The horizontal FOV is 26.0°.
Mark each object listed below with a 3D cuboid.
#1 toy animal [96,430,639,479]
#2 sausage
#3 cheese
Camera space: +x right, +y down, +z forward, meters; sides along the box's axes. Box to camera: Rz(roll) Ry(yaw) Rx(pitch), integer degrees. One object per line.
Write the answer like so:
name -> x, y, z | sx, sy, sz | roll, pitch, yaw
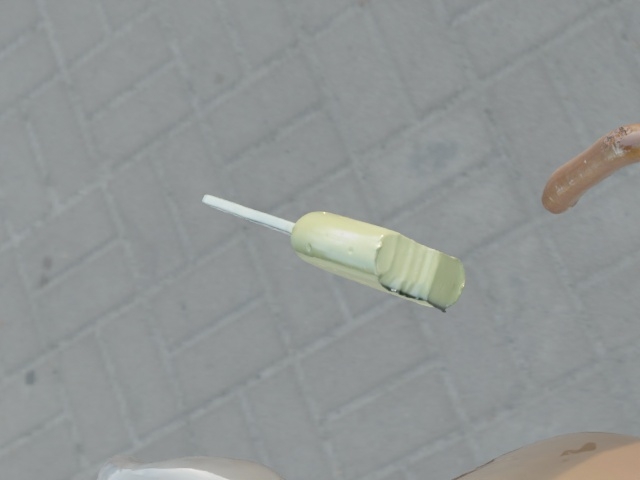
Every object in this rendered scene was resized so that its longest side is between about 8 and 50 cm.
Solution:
toy animal -> 0.104, 0.105, 0.278 | 0.256, 0.213, 0.195 | -33, 59, 36
sausage -> 0.269, -0.071, 1.345 | 0.186, 0.043, 0.043 | 140, 122, -61
cheese -> 0.000, 0.000, 1.249 | 0.255, 0.127, 0.050 | 18, 87, 27
